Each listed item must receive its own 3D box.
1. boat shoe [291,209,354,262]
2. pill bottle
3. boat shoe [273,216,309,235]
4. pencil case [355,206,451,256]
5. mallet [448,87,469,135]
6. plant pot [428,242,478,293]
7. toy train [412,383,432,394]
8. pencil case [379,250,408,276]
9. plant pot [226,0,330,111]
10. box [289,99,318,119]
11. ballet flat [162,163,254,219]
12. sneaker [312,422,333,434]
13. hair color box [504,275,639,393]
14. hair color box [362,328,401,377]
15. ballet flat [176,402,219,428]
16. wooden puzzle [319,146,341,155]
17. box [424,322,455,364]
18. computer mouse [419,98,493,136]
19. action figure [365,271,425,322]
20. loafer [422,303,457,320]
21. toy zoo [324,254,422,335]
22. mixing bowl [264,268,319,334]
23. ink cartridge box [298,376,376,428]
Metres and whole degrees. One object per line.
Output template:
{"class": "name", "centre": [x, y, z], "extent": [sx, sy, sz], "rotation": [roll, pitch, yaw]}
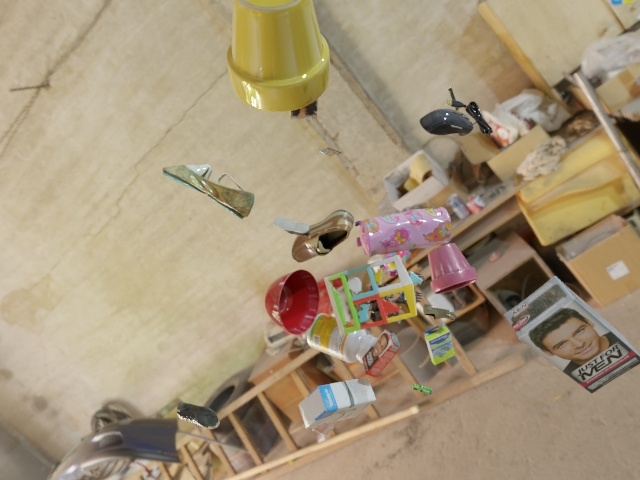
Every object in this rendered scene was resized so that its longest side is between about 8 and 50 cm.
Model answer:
{"class": "boat shoe", "centre": [0.000, 0.000, 1.870], "extent": [0.324, 0.122, 0.120], "rotation": [-38, 30, 32]}
{"class": "pill bottle", "centre": [0.086, 0.366, 1.690], "extent": [0.245, 0.136, 0.136], "rotation": [15, 47, 32]}
{"class": "boat shoe", "centre": [-0.093, -0.042, 1.489], "extent": [0.038, 0.125, 0.046], "rotation": [76, -151, -56]}
{"class": "pencil case", "centre": [0.254, -0.026, 1.410], "extent": [0.283, 0.124, 0.124], "rotation": [-11, 8, -6]}
{"class": "mallet", "centre": [0.529, -0.493, 1.781], "extent": [0.039, 0.190, 0.062], "rotation": [-21, -4, -8]}
{"class": "plant pot", "centre": [0.561, 0.119, 2.015], "extent": [0.201, 0.180, 0.201], "rotation": [-16, -17, -5]}
{"class": "toy train", "centre": [0.396, 0.578, 1.790], "extent": [0.024, 0.083, 0.017], "rotation": [-74, 2, -63]}
{"class": "pencil case", "centre": [0.311, 0.024, 1.851], "extent": [0.104, 0.104, 0.236], "rotation": [-29, 30, 49]}
{"class": "plant pot", "centre": [-0.103, -0.476, 1.081], "extent": [0.254, 0.254, 0.239], "rotation": [-46, -21, -23]}
{"class": "box", "centre": [-0.047, -0.470, 1.338], "extent": [0.087, 0.232, 0.058], "rotation": [-4, 41, -8]}
{"class": "ballet flat", "centre": [-0.382, -0.198, 1.608], "extent": [0.123, 0.348, 0.123], "rotation": [-59, -8, -14]}
{"class": "sneaker", "centre": [0.030, 0.672, 1.749], "extent": [0.134, 0.070, 0.051], "rotation": [-60, -2, -17]}
{"class": "hair color box", "centre": [0.747, 0.285, 1.357], "extent": [0.185, 0.374, 0.114], "rotation": [-46, 22, 22]}
{"class": "hair color box", "centre": [0.190, 0.355, 1.449], "extent": [0.141, 0.043, 0.072], "rotation": [-57, 23, 23]}
{"class": "ballet flat", "centre": [-0.372, 0.541, 1.415], "extent": [0.173, 0.049, 0.057], "rotation": [6, 35, 34]}
{"class": "wooden puzzle", "centre": [0.031, -0.314, 1.627], "extent": [0.049, 0.083, 0.006], "rotation": [-32, -42, -43]}
{"class": "box", "centre": [0.531, 0.462, 2.053], "extent": [0.108, 0.178, 0.042], "rotation": [-25, 31, -6]}
{"class": "computer mouse", "centre": [0.449, -0.431, 1.555], "extent": [0.060, 0.261, 0.184], "rotation": [107, 157, -50]}
{"class": "action figure", "centre": [0.267, 0.219, 1.687], "extent": [0.275, 0.140, 0.164], "rotation": [-36, 42, 50]}
{"class": "loafer", "centre": [0.505, 0.316, 1.964], "extent": [0.056, 0.147, 0.050], "rotation": [73, -145, -64]}
{"class": "toy zoo", "centre": [0.173, 0.165, 1.424], "extent": [0.293, 0.193, 0.030], "rotation": [-18, -5, 18]}
{"class": "mixing bowl", "centre": [-0.094, 0.170, 1.306], "extent": [0.098, 0.182, 0.181], "rotation": [1, 36, 36]}
{"class": "ink cartridge box", "centre": [0.055, 0.523, 1.490], "extent": [0.203, 0.086, 0.148], "rotation": [2, -40, -33]}
